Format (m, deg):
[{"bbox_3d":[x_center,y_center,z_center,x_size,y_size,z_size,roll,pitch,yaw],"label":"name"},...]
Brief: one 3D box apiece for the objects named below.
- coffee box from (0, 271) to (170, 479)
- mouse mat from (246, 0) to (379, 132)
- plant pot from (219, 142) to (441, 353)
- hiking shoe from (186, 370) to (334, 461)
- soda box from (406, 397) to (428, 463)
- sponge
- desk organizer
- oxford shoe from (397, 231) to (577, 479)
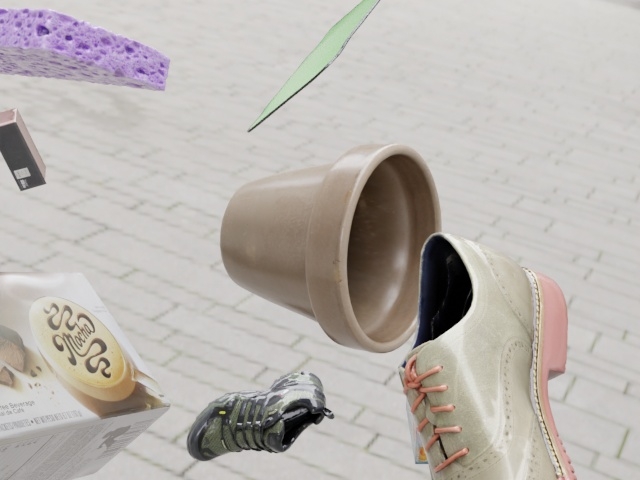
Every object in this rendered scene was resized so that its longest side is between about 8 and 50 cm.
[{"bbox_3d":[-0.283,0.124,0.911,0.168,0.119,0.297,53,16,16],"label":"coffee box"},{"bbox_3d":[0.007,-0.191,1.066,0.007,0.153,0.189,42,55,-13],"label":"mouse mat"},{"bbox_3d":[0.000,0.000,1.380,0.229,0.263,0.263,7,16,32],"label":"plant pot"},{"bbox_3d":[-0.094,0.275,1.592,0.227,0.086,0.114,-26,25,-3],"label":"hiking shoe"},{"bbox_3d":[0.158,0.254,1.537,0.058,0.063,0.183,0,16,1],"label":"soda box"},{"bbox_3d":[-0.228,-0.146,0.805,0.210,0.031,0.117,10,-1,36],"label":"sponge"},{"bbox_3d":[-0.503,-0.152,1.782,0.047,0.130,0.050,-16,39,1],"label":"desk organizer"},{"bbox_3d":[0.103,0.143,0.788,0.130,0.123,0.348,31,41,-22],"label":"oxford shoe"}]
